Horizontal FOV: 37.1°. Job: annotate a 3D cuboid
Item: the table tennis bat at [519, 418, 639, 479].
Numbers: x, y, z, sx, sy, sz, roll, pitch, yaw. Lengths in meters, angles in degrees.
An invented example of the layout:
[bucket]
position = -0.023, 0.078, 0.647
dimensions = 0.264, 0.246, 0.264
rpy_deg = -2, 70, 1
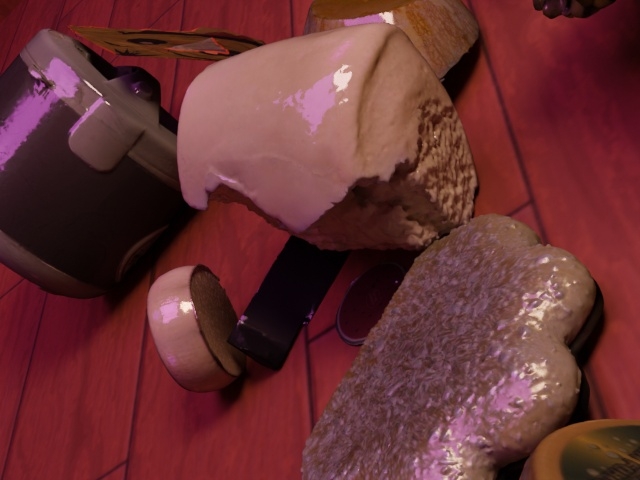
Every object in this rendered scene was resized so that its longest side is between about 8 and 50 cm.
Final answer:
[table tennis bat]
position = 0.230, 0.146, 0.377
dimensions = 0.321, 0.198, 0.050
rpy_deg = 20, 107, 39

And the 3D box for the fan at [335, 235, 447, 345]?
[fan]
position = 0.062, 0.039, 0.830
dimensions = 0.133, 0.005, 0.085
rpy_deg = -41, 32, 19

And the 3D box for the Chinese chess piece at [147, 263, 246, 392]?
[Chinese chess piece]
position = -0.116, 0.084, 0.904
dimensions = 0.051, 0.122, 0.122
rpy_deg = -22, 38, 11

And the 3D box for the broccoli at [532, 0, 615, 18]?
[broccoli]
position = 0.263, -0.282, 0.628
dimensions = 0.334, 0.324, 0.272
rpy_deg = -30, 49, -14

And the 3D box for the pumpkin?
[pumpkin]
position = 0.047, -0.204, 0.964
dimensions = 0.217, 0.110, 0.217
rpy_deg = -25, 20, 10

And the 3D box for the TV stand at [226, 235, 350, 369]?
[TV stand]
position = 0.000, 0.000, 0.909
dimensions = 0.040, 0.049, 0.256
rpy_deg = 14, 69, 54

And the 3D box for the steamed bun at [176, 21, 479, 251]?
[steamed bun]
position = -0.009, -0.063, 0.803
dimensions = 0.225, 0.200, 0.170
rpy_deg = -6, 41, 34

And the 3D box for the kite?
[kite]
position = -0.165, -0.238, 1.166
dimensions = 0.327, 0.377, 0.013
rpy_deg = -42, -39, -66

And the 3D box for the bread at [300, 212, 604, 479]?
[bread]
position = 0.095, 0.094, 0.664
dimensions = 0.207, 0.056, 0.286
rpy_deg = -3, 52, 57

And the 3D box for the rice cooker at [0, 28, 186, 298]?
[rice cooker]
position = -0.297, -0.098, 1.183
dimensions = 0.277, 0.288, 0.288
rpy_deg = -49, 31, 3
